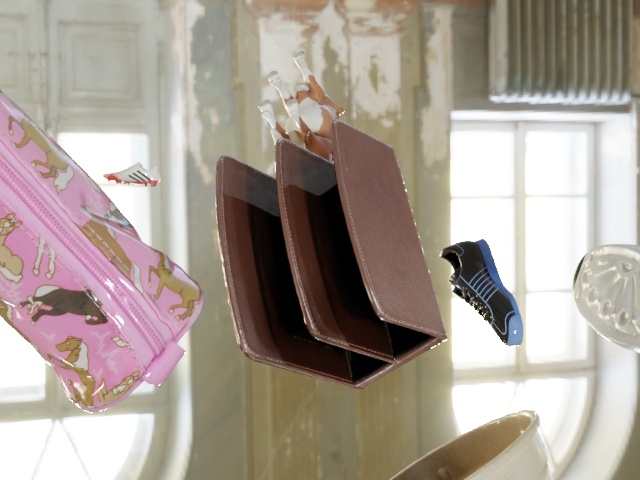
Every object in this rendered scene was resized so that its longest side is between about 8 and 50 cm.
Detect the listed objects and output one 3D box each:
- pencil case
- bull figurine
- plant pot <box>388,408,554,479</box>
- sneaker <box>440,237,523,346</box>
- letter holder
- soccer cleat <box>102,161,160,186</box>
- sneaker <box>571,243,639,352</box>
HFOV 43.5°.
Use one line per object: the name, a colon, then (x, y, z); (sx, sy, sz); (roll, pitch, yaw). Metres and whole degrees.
pencil case: (-0.260, -0.035, 0.656); (0.160, 0.386, 0.167); (-31, -156, 15)
bull figurine: (-0.025, -0.220, 1.454); (0.101, 0.188, 0.310); (-25, -146, 16)
plant pot: (0.257, 0.468, 1.185); (0.334, 0.305, 0.334); (-31, 173, -4)
sneaker: (0.297, 0.100, 1.494); (0.090, 0.232, 0.081); (-11, 144, -11)
letter holder: (0.000, 0.000, 0.989); (0.214, 0.302, 0.152); (22, 134, -39)
soccer cleat: (-0.277, -0.098, 1.177); (0.083, 0.036, 0.029); (4, -177, -4)
sneaker: (0.500, 0.107, 1.006); (0.236, 0.130, 0.323); (17, -176, -24)
